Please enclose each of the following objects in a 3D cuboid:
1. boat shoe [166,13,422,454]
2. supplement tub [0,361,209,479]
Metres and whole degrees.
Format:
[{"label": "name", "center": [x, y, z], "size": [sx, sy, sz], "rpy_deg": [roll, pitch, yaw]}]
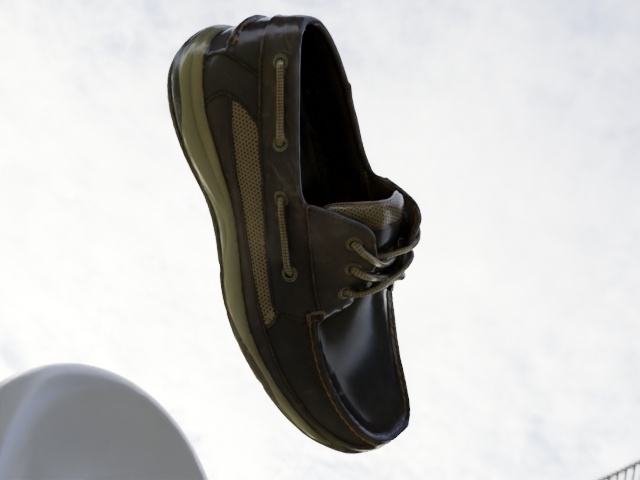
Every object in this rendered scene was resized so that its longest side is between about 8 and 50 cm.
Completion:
[{"label": "boat shoe", "center": [0.000, 0.000, 0.698], "size": [0.130, 0.132, 0.355], "rpy_deg": [-13, -76, 39]}, {"label": "supplement tub", "center": [-0.257, 0.242, 0.636], "size": [0.331, 0.241, 0.241], "rpy_deg": [-23, -64, 24]}]
